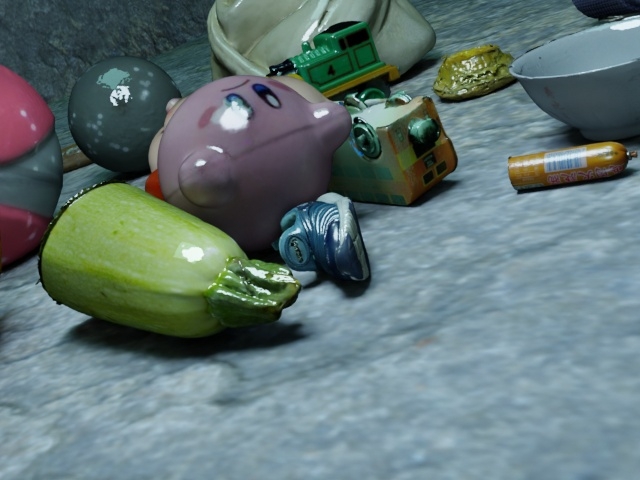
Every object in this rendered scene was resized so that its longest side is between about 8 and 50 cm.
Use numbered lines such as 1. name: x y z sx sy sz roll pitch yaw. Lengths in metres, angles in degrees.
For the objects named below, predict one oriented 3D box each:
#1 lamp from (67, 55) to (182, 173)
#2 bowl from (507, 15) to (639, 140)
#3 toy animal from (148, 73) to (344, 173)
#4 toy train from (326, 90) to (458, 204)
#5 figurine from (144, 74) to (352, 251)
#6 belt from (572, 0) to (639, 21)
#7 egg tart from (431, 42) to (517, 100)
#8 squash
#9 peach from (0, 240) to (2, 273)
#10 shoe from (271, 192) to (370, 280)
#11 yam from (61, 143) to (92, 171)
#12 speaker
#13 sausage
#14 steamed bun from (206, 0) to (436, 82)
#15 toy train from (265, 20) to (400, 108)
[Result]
1. lamp: -0.312 -0.177 1.447 0.182 0.182 0.314 -25 -12 -15
2. bowl: 0.276 -0.146 0.823 0.189 0.086 0.189 -16 19 6
3. toy animal: -0.082 -0.119 1.024 0.248 0.149 0.165 -20 1 23
4. toy train: 0.052 -0.091 0.875 0.072 0.099 0.188 -33 24 -27
5. figurine: -0.069 -0.073 0.827 0.173 0.173 0.173 -18 19 6
6. belt: 0.468 -0.396 1.265 0.230 0.140 0.126 -27 15 -16
7. egg tart: 0.202 -0.225 1.171 0.130 0.052 0.130 -16 22 7
8. squash: -0.134 0.021 0.716 0.137 0.137 0.287 -30 24 -28
9. peach: -0.428 0.025 0.790 0.289 0.289 0.308 -10 -18 27
10. shoe: 0.000 0.000 0.728 0.071 0.064 0.143 -21 16 -7
11. yam: -0.420 -0.169 1.639 0.263 0.046 0.046 -19 19 -1
12. speaker: -0.468 -0.103 1.136 0.294 0.294 0.294 -18 19 6
13. sausage: 0.212 -0.063 0.744 0.107 0.031 0.031 -6 23 32
14. steamed bun: -0.035 -0.351 1.446 0.367 0.255 0.342 -1 29 47
15. toy train: 0.008 -0.218 1.212 0.227 0.136 0.091 -24 19 -19
